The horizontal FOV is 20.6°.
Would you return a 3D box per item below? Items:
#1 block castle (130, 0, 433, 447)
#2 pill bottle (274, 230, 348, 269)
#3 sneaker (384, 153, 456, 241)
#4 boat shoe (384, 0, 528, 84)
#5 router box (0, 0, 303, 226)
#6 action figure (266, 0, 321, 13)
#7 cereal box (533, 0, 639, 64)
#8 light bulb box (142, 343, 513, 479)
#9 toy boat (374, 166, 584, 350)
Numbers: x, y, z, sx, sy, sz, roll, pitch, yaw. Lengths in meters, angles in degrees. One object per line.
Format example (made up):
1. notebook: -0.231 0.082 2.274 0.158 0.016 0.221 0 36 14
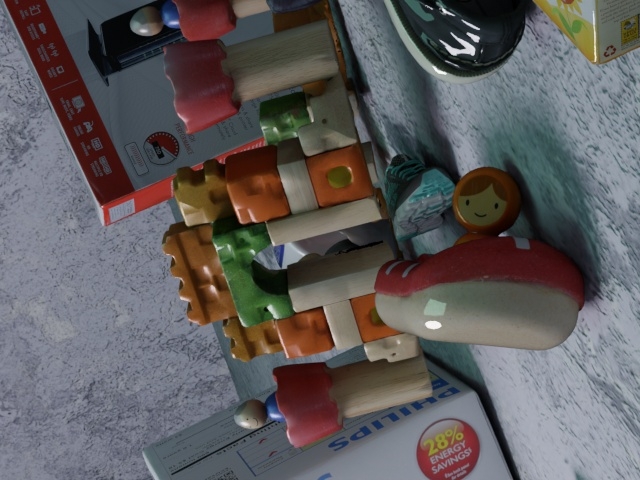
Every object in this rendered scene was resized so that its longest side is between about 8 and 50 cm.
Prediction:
1. block castle: -0.045 -0.041 1.789 0.303 0.213 0.453 -98 -8 -62
2. pill bottle: 0.000 0.000 2.131 0.112 0.112 0.186 63 169 14
3. sneaker: 0.089 -0.052 1.729 0.166 0.065 0.076 117 132 -75
4. boat shoe: 0.047 -0.275 1.270 0.340 0.127 0.113 64 168 3
5. router box: -0.180 -0.228 2.009 0.335 0.301 0.082 63 169 13
6. action figure: -0.007 -0.324 1.513 0.285 0.099 0.185 95 159 -61
7. cereal box: 0.139 -0.248 1.084 0.173 0.047 0.240 57 166 40
8. light bulb box: 0.013 0.305 2.063 0.225 0.358 0.361 67 171 -13
9. toy boat: 0.137 0.012 1.497 0.231 0.151 0.151 -177 93 -78
